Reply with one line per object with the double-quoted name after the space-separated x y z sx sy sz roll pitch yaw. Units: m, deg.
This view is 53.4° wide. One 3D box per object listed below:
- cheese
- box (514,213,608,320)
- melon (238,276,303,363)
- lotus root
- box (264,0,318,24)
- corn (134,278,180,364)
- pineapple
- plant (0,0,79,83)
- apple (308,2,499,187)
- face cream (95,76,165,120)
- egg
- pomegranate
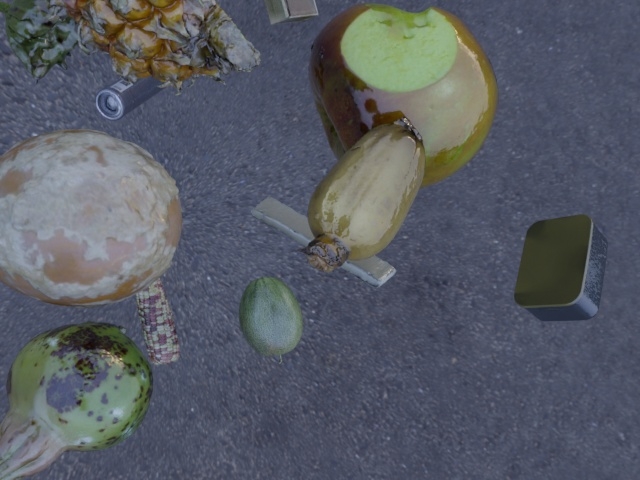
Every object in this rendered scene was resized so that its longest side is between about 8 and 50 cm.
0.001 -0.002 1.559 0.400 0.034 0.085 31 47 24 "cheese"
0.482 0.059 1.268 0.090 0.144 0.201 36 60 -33 "box"
-0.107 0.174 1.389 0.139 0.139 0.192 -14 89 -13 "melon"
0.073 -0.072 1.032 0.146 0.131 0.303 27 68 20 "lotus root"
-0.046 -0.360 0.929 0.083 0.035 0.079 -30 108 -47 "box"
-0.418 0.196 1.621 0.086 0.086 0.253 -13 101 -13 "corn"
-0.234 -0.275 0.845 0.209 0.344 0.286 -38 72 3 "pineapple"
-0.716 -0.526 1.458 0.333 0.180 0.251 25 92 3 "plant"
0.165 -0.293 1.262 0.374 0.374 0.384 -23 98 -12 "apple"
-0.421 -0.366 1.497 0.073 0.283 0.073 9 124 14 "face cream"
-0.261 -0.023 0.679 0.233 0.195 0.195 -9 95 19 "egg"
-0.395 0.236 0.962 0.276 0.222 0.204 -17 86 -45 "pomegranate"
